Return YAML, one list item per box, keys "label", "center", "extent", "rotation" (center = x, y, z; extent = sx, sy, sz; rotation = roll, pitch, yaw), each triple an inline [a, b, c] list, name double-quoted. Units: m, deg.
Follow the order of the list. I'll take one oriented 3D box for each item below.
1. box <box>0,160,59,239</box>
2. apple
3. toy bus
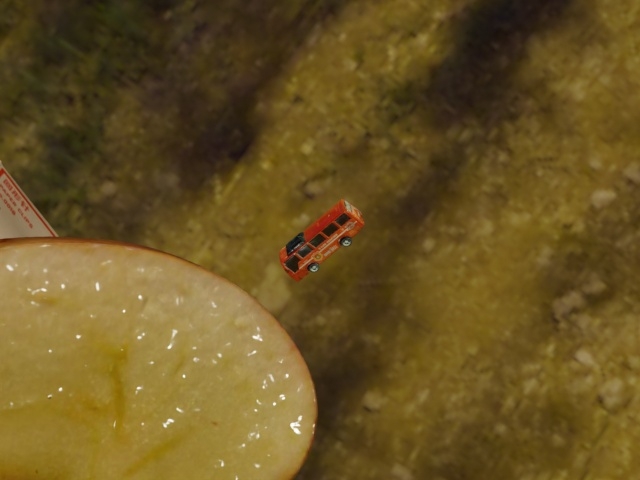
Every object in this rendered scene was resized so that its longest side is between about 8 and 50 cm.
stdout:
- label: "box"
  center: [-0.335, 0.020, 1.471]
  extent: [0.099, 0.182, 0.133]
  rotation: [-30, 14, 22]
- label: "apple"
  center: [-0.194, 0.166, 0.892]
  extent: [0.295, 0.365, 0.328]
  rotation: [125, 149, -42]
- label: "toy bus"
  center: [0.000, 0.000, 1.605]
  extent: [0.110, 0.043, 0.031]
  rotation: [-40, 33, 19]
